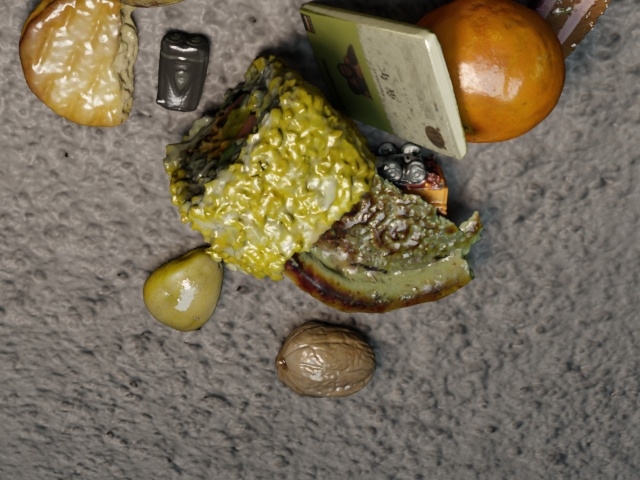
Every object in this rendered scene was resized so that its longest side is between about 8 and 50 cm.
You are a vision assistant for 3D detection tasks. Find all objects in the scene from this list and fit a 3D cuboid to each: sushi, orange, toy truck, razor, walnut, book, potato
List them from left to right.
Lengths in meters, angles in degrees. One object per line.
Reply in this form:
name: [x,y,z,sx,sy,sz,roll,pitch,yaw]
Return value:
razor: [-0.256,-0.310,1.918,0.090,0.054,0.148,9,126,-7]
potato: [-0.278,0.099,2.176,0.157,0.157,0.194,34,106,-22]
sushi: [-0.107,-0.127,1.846,0.240,0.396,0.351,39,98,-25]
walnut: [0.019,0.266,2.280,0.230,0.178,0.178,10,126,-22]
toy truck: [0.111,-0.113,2.033,0.270,0.114,0.135,0,122,-3]
book: [0.106,-0.279,1.795,0.035,0.352,0.239,-37,127,-21]
orange: [0.281,-0.293,1.803,0.284,0.226,0.284,14,162,5]

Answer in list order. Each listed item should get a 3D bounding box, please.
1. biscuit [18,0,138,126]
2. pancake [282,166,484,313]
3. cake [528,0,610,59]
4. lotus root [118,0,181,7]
biscuit: [-0.433,-0.343,1.873,0.213,0.091,0.274,10,127,-11]
pancake: [0.120,0.019,1.995,0.426,0.067,0.305,25,111,-24]
cake: [0.443,-0.438,1.822,0.116,0.113,0.295,18,137,-11]
lotus root: [-0.296,-0.466,1.745,0.278,0.154,0.154,-11,126,2]
